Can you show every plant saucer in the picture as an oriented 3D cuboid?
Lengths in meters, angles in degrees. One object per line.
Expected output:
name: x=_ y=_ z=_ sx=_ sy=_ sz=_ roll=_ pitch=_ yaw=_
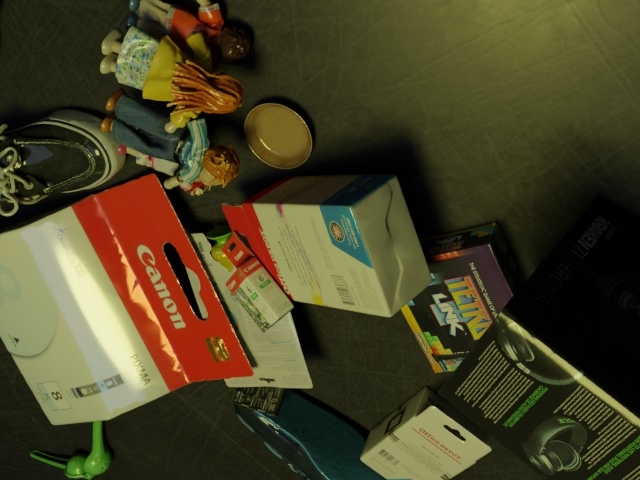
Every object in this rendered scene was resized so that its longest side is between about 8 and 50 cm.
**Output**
plant saucer: x=-0.046 y=-0.121 z=0.876 sx=0.083 sy=0.015 sz=0.083 roll=13 pitch=130 yaw=16

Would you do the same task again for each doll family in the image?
doll family: x=-0.158 y=-0.136 z=0.847 sx=0.163 sy=0.118 sz=0.263 roll=23 pitch=130 yaw=8

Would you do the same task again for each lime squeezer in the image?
lime squeezer: x=-0.454 y=0.400 z=1.436 sx=0.110 sy=0.059 sz=0.310 roll=44 pitch=131 yaw=-11

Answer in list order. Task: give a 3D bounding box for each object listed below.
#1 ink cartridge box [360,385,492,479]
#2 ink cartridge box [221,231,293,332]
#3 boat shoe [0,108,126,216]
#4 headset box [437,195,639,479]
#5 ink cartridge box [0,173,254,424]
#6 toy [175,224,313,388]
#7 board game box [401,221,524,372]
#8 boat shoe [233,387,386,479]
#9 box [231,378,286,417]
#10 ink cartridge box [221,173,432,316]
ink cartridge box: x=0.148 y=0.272 z=1.051 sx=0.104 sy=0.060 sz=0.180 roll=37 pitch=132 yaw=-4
ink cartridge box: x=-0.086 y=0.051 z=0.926 sx=0.115 sy=0.029 sz=0.063 roll=51 pitch=149 yaw=4
boat shoe: x=-0.397 y=-0.097 z=0.999 sx=0.306 sy=0.105 sz=0.113 roll=3 pitch=126 yaw=23
headset box: x=0.300 y=0.131 z=0.709 sx=0.283 sy=0.246 sz=0.131 roll=40 pitch=134 yaw=15
ink cartridge box: x=-0.312 y=0.101 z=1.077 sx=0.385 sy=0.091 sz=0.308 roll=-14 pitch=107 yaw=37
toy: x=-0.092 y=0.086 z=1.027 sx=0.137 sy=0.056 sz=0.237 roll=-4 pitch=117 yaw=27
board game box: x=0.168 y=0.073 z=0.900 sx=0.141 sy=0.048 sz=0.170 roll=-14 pitch=118 yaw=34
boat shoe: x=-0.015 y=0.294 z=1.136 sx=0.258 sy=0.109 sz=0.089 roll=41 pitch=141 yaw=14
box: x=-0.080 y=0.201 z=1.092 sx=0.067 sy=0.083 sz=0.018 roll=13 pitch=161 yaw=14
ink cartridge box: x=0.000 y=0.000 z=0.870 sx=0.231 sy=0.078 sz=0.134 roll=5 pitch=124 yaw=49
